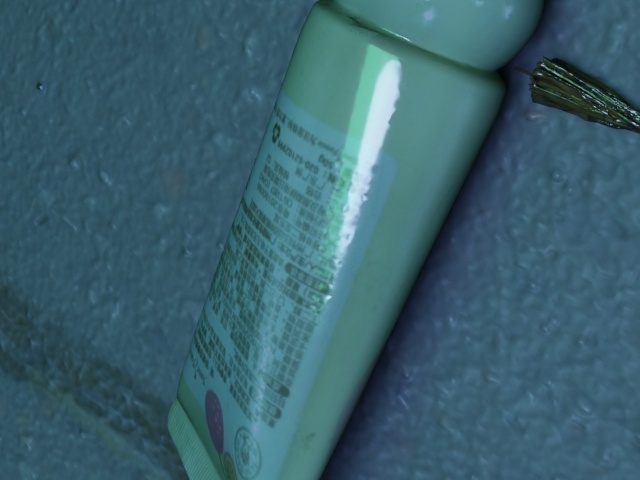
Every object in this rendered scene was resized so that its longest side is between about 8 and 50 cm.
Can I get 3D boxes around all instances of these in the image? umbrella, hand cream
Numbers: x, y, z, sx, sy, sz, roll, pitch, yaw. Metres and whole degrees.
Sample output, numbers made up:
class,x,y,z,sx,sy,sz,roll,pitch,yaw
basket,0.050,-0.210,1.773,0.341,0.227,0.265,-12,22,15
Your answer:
class,x,y,z,sx,sy,sz,roll,pitch,yaw
umbrella,0.119,-0.058,0.469,0.083,0.031,0.020,37,77,25
hand cream,0.000,0.000,0.503,0.305,0.093,0.147,-65,33,17
